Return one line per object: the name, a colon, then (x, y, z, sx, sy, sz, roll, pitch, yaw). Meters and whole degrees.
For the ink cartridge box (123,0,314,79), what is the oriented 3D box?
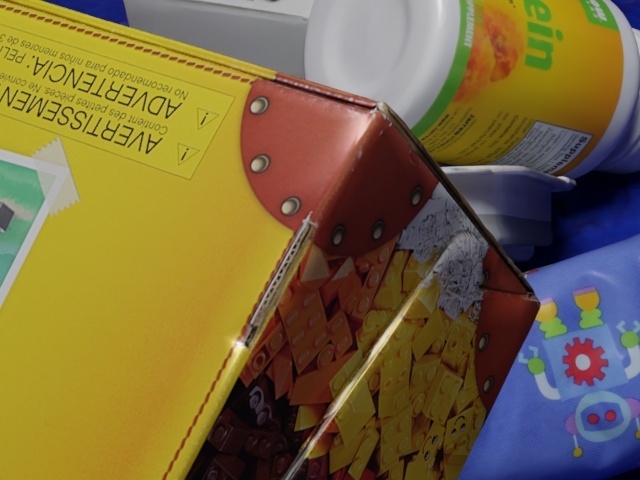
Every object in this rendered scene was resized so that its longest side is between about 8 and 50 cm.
ink cartridge box: (0.003, -0.146, 1.430, 0.168, 0.171, 0.232, 12, 37, 34)

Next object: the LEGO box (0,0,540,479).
LEGO box: (-0.213, 0.077, 0.899, 0.500, 0.193, 0.372, 20, 75, 33)

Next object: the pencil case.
pencil case: (0.120, 0.085, 1.059, 0.306, 0.133, 0.119, -18, -12, -13)

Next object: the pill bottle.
pill bottle: (0.122, -0.112, 1.285, 0.245, 0.136, 0.136, 10, 14, -38)

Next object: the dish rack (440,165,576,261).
dish rack: (0.000, 0.000, 1.167, 0.285, 0.072, 0.333, -2, -1, 13)
